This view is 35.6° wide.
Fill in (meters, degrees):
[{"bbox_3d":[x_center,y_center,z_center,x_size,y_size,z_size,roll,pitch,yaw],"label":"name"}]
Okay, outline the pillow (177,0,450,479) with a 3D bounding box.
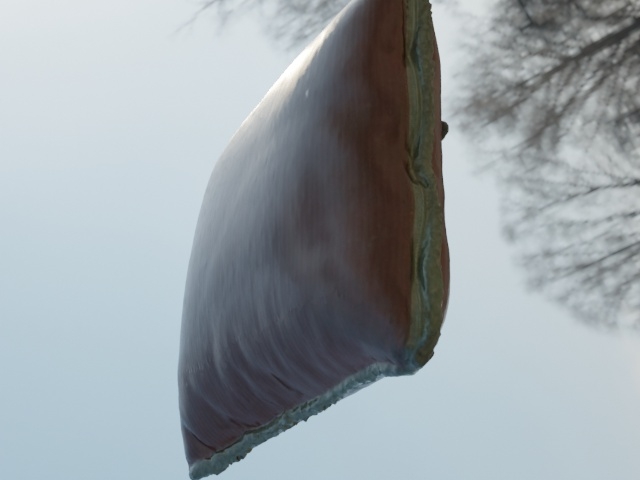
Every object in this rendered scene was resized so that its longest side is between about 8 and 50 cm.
[{"bbox_3d":[0.000,0.000,0.410,0.075,0.179,0.171,16,-122,-23],"label":"pillow"}]
